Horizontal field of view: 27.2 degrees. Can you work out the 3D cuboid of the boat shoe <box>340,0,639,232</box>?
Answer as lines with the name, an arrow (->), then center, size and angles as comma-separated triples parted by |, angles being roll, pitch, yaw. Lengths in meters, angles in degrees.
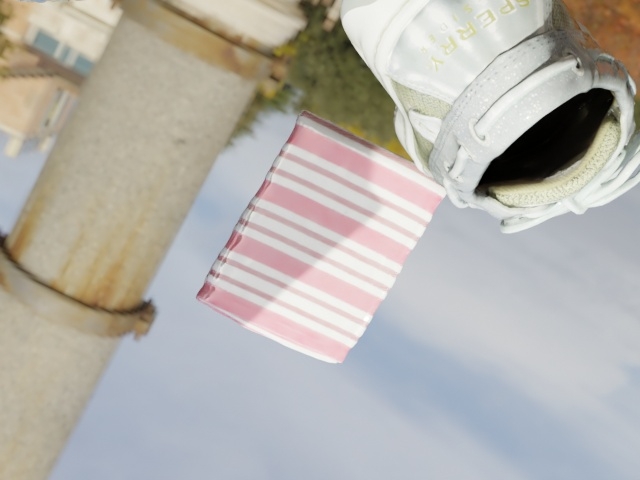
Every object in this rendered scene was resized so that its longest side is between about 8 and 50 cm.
boat shoe -> 0.103, -0.057, 0.654 | 0.103, 0.118, 0.320 | 59, -173, 20

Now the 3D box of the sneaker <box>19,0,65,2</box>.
sneaker -> -0.242, -0.231, 0.834 | 0.297, 0.129, 0.111 | 16, -179, -19

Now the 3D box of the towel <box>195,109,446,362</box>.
towel -> 0.000, 0.000, 1.115 | 0.144, 0.197, 0.029 | 26, -162, -15
